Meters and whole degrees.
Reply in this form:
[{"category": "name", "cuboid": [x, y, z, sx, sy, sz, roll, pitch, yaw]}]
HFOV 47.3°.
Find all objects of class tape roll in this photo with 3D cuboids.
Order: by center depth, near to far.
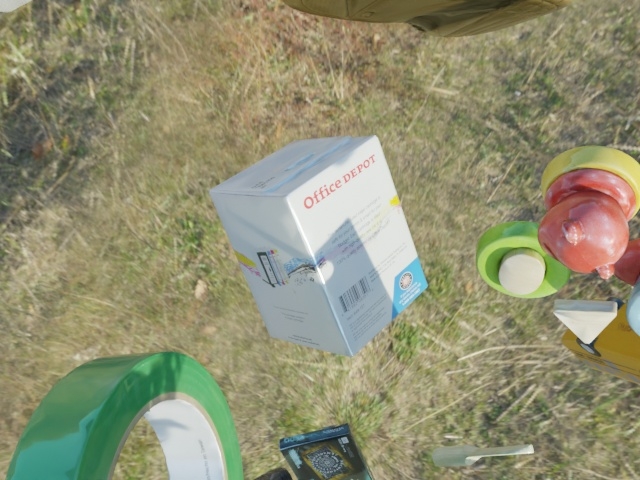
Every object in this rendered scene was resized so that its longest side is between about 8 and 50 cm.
[{"category": "tape roll", "cuboid": [-0.178, 0.274, 0.730, 0.077, 0.321, 0.321, -7, 74, 18]}]

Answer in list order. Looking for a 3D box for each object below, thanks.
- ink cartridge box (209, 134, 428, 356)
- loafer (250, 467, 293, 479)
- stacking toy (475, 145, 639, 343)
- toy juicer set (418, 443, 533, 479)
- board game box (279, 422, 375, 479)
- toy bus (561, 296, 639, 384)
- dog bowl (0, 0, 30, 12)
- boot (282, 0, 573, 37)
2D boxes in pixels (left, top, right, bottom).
[{"category": "ink cartridge box", "cuboid": [0.000, 0.000, 0.962, 0.171, 0.168, 0.232, -36, 117, -34]}, {"category": "loafer", "cuboid": [-0.116, 0.396, 1.099, 0.170, 0.061, 0.062, -46, 60, 25]}, {"category": "stacking toy", "cuboid": [0.350, 0.062, 0.929, 0.309, 0.279, 0.130, 34, 49, -12]}, {"category": "toy juicer set", "cuboid": [0.136, 0.387, 1.035, 0.329, 0.209, 0.089, -27, 88, -15]}, {"category": "board game box", "cuboid": [0.016, 0.400, 1.297, 0.126, 0.186, 0.026, -15, 38, 8]}, {"category": "toy bus", "cuboid": [0.563, 0.186, 1.281, 0.130, 0.333, 0.108, 42, 82, -13]}, {"category": "dog bowl", "cuboid": [-0.230, -0.312, 0.421, 0.349, 0.102, 0.348, -1, 88, 30]}, {"category": "boot", "cuboid": [0.058, -0.203, 0.403, 0.213, 0.077, 0.165, -6, 86, -39]}]
